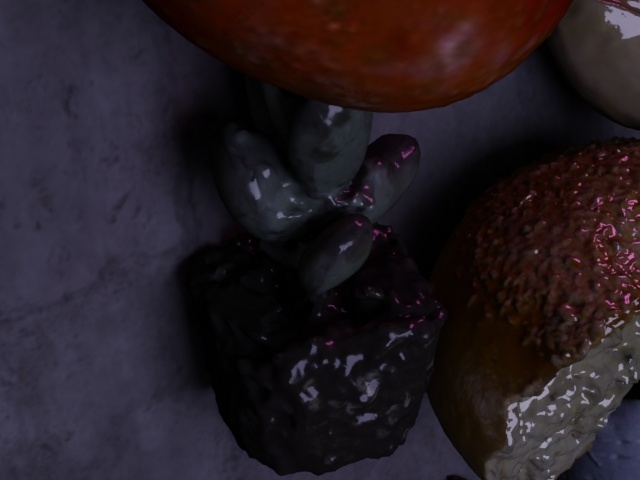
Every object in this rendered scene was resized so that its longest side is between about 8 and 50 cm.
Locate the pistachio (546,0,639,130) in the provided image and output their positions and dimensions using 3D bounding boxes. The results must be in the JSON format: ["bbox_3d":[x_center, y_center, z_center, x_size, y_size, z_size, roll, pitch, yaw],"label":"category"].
[{"bbox_3d":[0.223,-0.140,1.223,0.185,0.124,0.124,27,92,-40],"label":"pistachio"}]

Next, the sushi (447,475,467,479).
[{"bbox_3d":[0.094,0.242,1.343,0.055,0.052,0.120,19,101,-24],"label":"sushi"}]

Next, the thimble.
[{"bbox_3d":[0.226,0.127,1.329,0.127,0.151,0.118,-20,123,-16],"label":"thimble"}]

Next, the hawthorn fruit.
[{"bbox_3d":[0.008,-0.209,0.924,0.284,0.284,0.284,-17,120,-32],"label":"hawthorn fruit"}]

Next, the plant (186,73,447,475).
[{"bbox_3d":[0.001,0.002,1.093,0.149,0.146,0.274,-17,119,-30],"label":"plant"}]

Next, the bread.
[{"bbox_3d":[0.196,0.016,1.220,0.314,0.192,0.171,-23,145,-19],"label":"bread"}]
